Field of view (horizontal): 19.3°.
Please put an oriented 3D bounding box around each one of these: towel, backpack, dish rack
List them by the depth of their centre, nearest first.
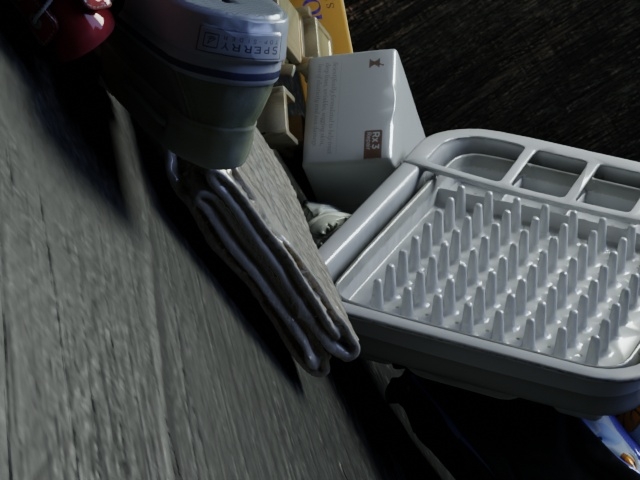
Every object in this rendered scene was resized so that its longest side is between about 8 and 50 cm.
[{"bbox_3d":[-0.059,-0.040,1.255,0.187,0.049,0.282,56,6,-29],"label":"towel"},{"bbox_3d":[0.161,0.026,1.444,0.333,0.285,0.072,-44,144,-54],"label":"dish rack"},{"bbox_3d":[0.207,0.205,1.479,0.276,0.213,0.263,-119,-176,-49],"label":"backpack"}]

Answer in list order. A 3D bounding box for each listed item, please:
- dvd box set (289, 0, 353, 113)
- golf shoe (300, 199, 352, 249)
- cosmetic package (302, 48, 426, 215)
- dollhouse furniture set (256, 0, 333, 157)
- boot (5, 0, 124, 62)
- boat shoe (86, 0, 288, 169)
[{"bbox_3d":[-0.010,-0.261,1.924,0.307,0.062,0.420,-92,171,-79],"label":"dvd box set"},{"bbox_3d":[0.000,0.000,1.534,0.086,0.069,0.176,30,3,16],"label":"golf shoe"},{"bbox_3d":[0.048,-0.057,1.664,0.231,0.085,0.117,64,25,-56],"label":"cosmetic package"},{"bbox_3d":[-0.056,-0.128,1.648,0.182,0.101,0.161,43,41,-68],"label":"dollhouse furniture set"},{"bbox_3d":[-0.168,-0.184,0.950,0.176,0.088,0.244,61,3,13],"label":"boot"},{"bbox_3d":[-0.108,-0.128,1.124,0.109,0.094,0.302,8,17,-23],"label":"boat shoe"}]
